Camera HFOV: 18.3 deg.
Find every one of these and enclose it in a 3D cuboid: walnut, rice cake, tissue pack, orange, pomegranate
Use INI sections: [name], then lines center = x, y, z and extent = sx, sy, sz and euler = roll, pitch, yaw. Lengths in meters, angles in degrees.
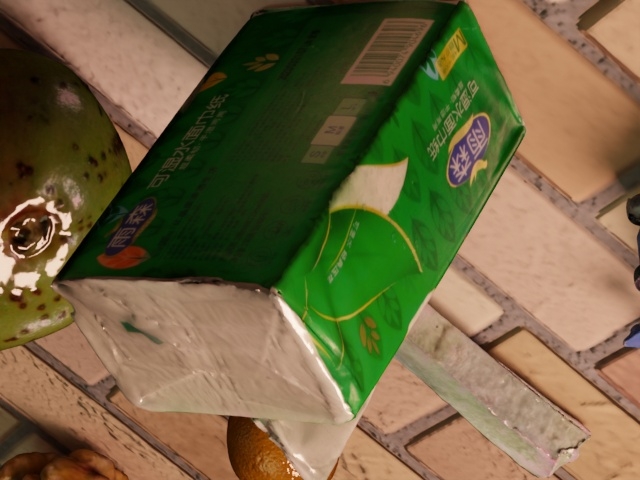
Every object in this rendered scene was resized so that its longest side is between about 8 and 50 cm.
[walnut]
center = -0.167, 0.219, 1.521
extent = 0.143, 0.069, 0.170
euler = -5, 129, 43
[rice cake]
center = 0.072, 0.067, 1.179
extent = 0.211, 0.034, 0.043
euler = 40, 153, -12
[tissue pack]
center = -0.001, 0.001, 1.002
extent = 0.148, 0.209, 0.156
euler = 3, 136, 35
[orange]
center = -0.025, 0.130, 1.299
extent = 0.085, 0.085, 0.085
euler = 21, 144, 16
[pomegranate]
center = -0.214, -0.031, 1.178
extent = 0.224, 0.181, 0.181
euler = 22, 149, 50

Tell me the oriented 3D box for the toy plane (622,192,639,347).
[toy plane]
center = 0.185, 0.014, 1.020
extent = 0.062, 0.054, 0.167
euler = 4, 143, -4
